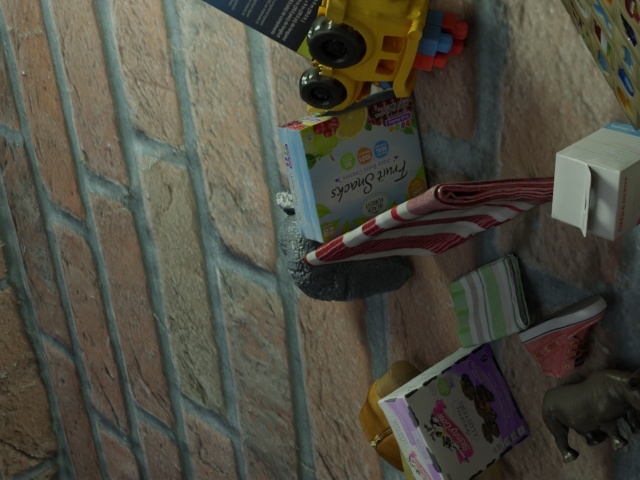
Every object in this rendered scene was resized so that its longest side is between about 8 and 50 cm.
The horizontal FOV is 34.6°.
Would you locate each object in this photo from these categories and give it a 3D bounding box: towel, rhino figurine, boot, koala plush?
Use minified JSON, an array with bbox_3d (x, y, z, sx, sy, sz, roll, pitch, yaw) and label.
[{"bbox_3d":[0.246,0.093,1.526,0.152,0.023,0.113,-30,63,55],"label":"towel"},{"bbox_3d":[0.154,-0.019,1.426,0.329,0.237,0.037,-28,71,55],"label":"towel"},{"bbox_3d":[0.397,0.227,1.410,0.106,0.073,0.243,58,143,4],"label":"rhino figurine"},{"bbox_3d":[0.184,0.357,1.755,0.295,0.104,0.211,51,149,23],"label":"boot"},{"bbox_3d":[0.000,0.000,1.695,0.221,0.203,0.196,20,126,59],"label":"koala plush"}]

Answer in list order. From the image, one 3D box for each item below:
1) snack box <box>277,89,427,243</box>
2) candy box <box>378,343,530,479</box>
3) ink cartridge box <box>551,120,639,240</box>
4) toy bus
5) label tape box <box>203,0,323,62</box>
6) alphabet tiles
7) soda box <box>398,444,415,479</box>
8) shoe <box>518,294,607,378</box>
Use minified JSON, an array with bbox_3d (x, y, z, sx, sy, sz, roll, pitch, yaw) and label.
[{"bbox_3d":[0.052,-0.113,1.517,0.070,0.207,0.175,17,123,55],"label":"snack box"},{"bbox_3d":[0.207,0.273,1.572,0.070,0.196,0.165,-23,93,54],"label":"candy box"},{"bbox_3d":[0.345,-0.071,1.226,0.090,0.143,0.092,25,129,42],"label":"ink cartridge box"},{"bbox_3d":[0.088,-0.268,1.417,0.211,0.150,0.220,13,146,-2],"label":"toy bus"},{"bbox_3d":[-0.034,-0.414,1.493,0.347,0.115,0.249,26,144,-11],"label":"label tape box"},{"bbox_3d":[0.292,-0.263,1.094,0.343,0.011,0.285,67,-173,21],"label":"alphabet tiles"},{"bbox_3d":[0.167,0.336,1.613,0.058,0.061,0.181,-19,78,44],"label":"soda box"},{"bbox_3d":[0.350,0.137,1.424,0.081,0.063,0.178,59,150,5],"label":"shoe"}]
